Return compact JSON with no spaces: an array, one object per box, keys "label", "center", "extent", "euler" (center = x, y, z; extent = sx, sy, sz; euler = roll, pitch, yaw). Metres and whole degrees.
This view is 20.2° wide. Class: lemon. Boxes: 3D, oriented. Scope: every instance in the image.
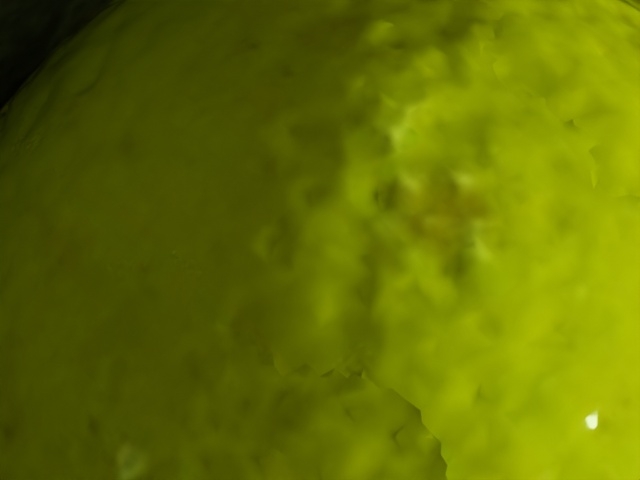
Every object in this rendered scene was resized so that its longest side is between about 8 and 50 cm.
[{"label":"lemon","center":[0.035,0.065,0.641],"extent":[0.349,0.387,0.350],"euler":[-29,144,-24]}]
